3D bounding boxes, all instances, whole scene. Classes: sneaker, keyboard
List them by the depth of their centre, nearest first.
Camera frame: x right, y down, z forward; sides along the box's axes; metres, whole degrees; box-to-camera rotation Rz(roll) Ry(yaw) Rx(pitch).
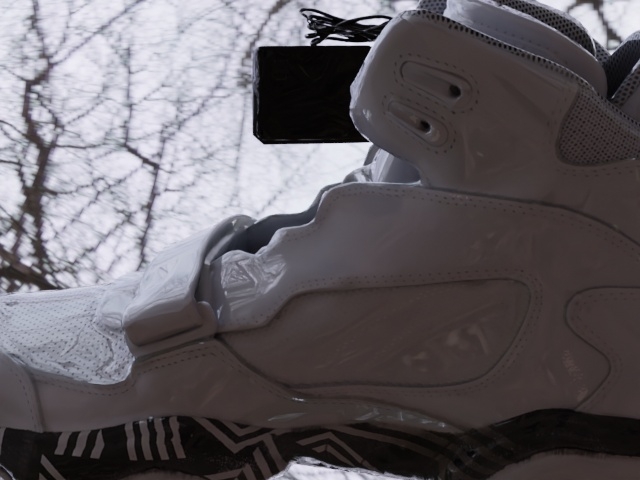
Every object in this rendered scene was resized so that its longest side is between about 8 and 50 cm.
[{"bbox_3d":[0.000,0.000,0.552,0.365,0.137,0.210,3,-71,13],"label":"sneaker"},{"bbox_3d":[0.034,-0.125,1.013,0.192,0.038,0.100,-3,-75,-26],"label":"keyboard"}]
